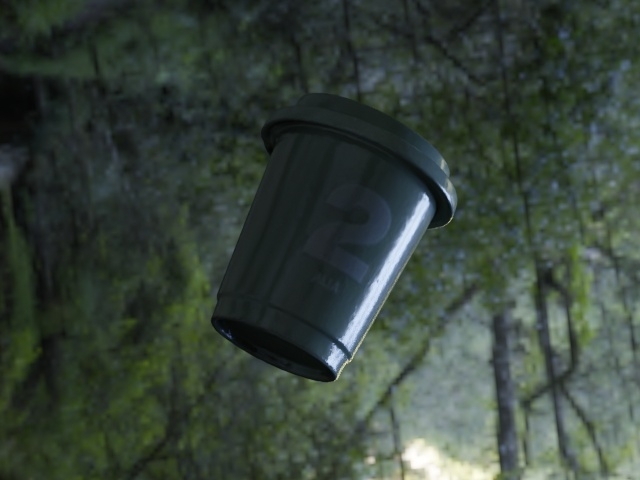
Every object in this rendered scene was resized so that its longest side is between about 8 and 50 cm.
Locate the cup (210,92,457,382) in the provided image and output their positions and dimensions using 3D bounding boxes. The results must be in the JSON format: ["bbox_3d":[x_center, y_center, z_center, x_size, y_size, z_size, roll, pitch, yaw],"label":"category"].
[{"bbox_3d":[0.000,0.000,0.777,0.120,0.141,0.120,26,165,8],"label":"cup"}]
